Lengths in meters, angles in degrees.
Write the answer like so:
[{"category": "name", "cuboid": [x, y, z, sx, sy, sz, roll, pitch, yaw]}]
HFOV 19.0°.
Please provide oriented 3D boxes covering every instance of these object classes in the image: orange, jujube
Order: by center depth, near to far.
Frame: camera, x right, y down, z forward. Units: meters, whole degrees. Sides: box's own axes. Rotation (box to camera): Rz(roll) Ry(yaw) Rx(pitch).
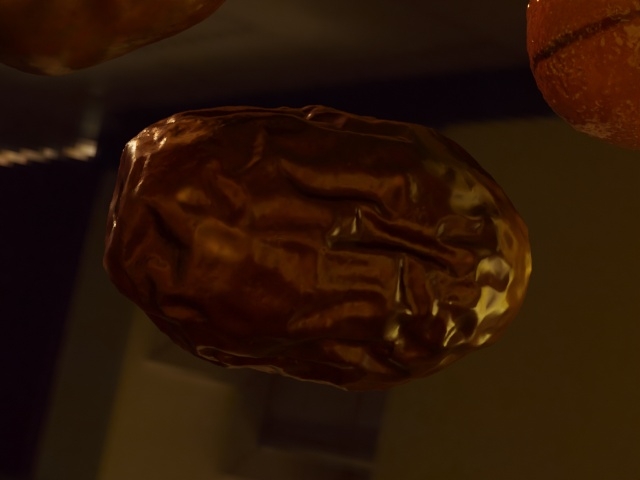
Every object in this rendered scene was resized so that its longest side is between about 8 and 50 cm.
[{"category": "jujube", "cuboid": [0.000, 0.000, 1.122, 0.250, 0.174, 0.174, 14, 170, -16]}, {"category": "orange", "cuboid": [0.249, -0.157, 1.418, 0.193, 0.193, 0.161, 14, 157, -12]}]

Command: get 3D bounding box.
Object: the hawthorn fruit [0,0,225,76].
[{"category": "hawthorn fruit", "cuboid": [-0.127, -0.196, 0.935, 0.199, 0.199, 0.251, 15, -158, -17]}]
